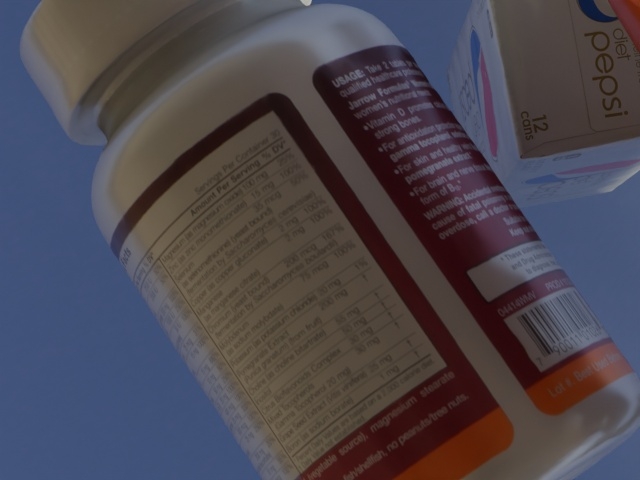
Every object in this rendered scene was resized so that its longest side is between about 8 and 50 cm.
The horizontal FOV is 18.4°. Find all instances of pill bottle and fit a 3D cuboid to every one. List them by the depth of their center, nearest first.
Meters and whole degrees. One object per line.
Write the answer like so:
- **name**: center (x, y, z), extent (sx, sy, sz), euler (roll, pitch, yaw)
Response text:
- **pill bottle**: center (0.000, 0.000, 0.656), extent (0.121, 0.121, 0.221), euler (-39, -103, 22)

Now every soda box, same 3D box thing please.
- **soda box**: center (0.097, -0.060, 0.813), extent (0.069, 0.216, 0.074), euler (-10, -95, 0)

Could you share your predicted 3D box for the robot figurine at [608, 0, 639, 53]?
- **robot figurine**: center (0.132, -0.093, 0.527), extent (0.128, 0.219, 0.158), euler (-13, -118, 19)
